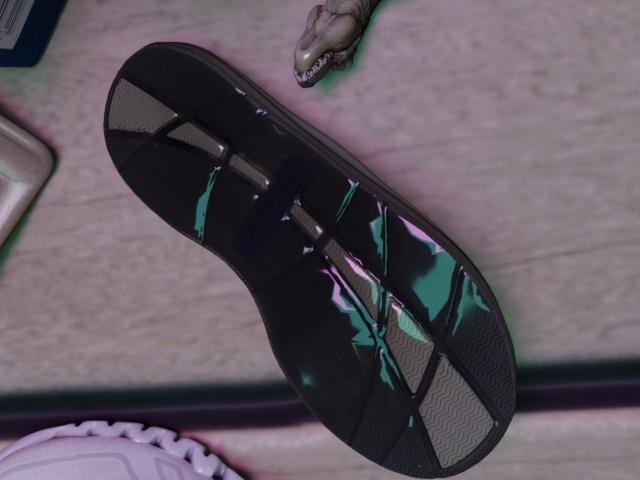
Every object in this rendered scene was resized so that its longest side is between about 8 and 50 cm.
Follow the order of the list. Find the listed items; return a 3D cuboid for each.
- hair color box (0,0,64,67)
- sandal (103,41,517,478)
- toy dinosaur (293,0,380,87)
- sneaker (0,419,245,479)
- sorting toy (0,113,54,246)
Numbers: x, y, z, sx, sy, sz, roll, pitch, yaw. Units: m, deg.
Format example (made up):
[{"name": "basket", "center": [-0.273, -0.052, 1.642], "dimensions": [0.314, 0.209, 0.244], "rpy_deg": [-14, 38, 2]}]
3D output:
[{"name": "hair color box", "center": [-0.313, -0.217, 0.452], "dimensions": [0.347, 0.174, 0.105], "rpy_deg": [29, 103, 1]}, {"name": "sandal", "center": [0.000, -0.002, 0.503], "dimensions": [0.120, 0.086, 0.303], "rpy_deg": [-45, 77, 17]}, {"name": "toy dinosaur", "center": [0.068, -0.197, 0.452], "dimensions": [0.268, 0.118, 0.064], "rpy_deg": [-37, 52, 9]}, {"name": "sneaker", "center": [-0.078, 0.194, 0.526], "dimensions": [0.292, 0.118, 0.110], "rpy_deg": [16, 103, 6]}, {"name": "sorting toy", "center": [-0.339, -0.039, 0.481], "dimensions": [0.307, 0.041, 0.229], "rpy_deg": [35, 88, -21]}]
